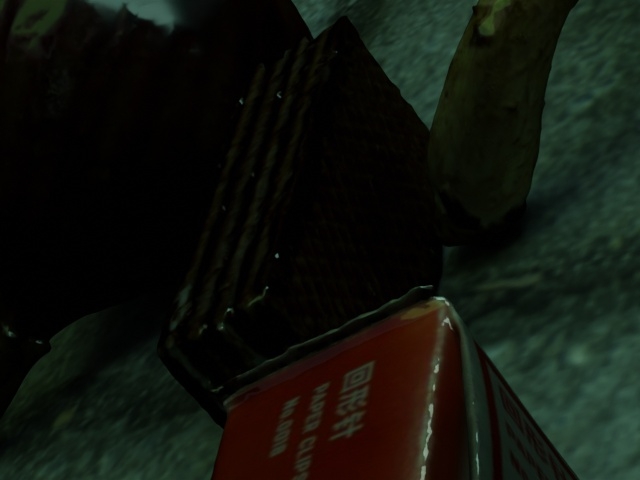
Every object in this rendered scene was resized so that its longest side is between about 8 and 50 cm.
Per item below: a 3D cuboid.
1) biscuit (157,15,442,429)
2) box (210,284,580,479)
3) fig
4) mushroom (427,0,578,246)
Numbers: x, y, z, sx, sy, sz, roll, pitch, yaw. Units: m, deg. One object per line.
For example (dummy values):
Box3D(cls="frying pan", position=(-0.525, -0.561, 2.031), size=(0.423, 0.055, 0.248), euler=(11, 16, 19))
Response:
Box3D(cls="biscuit", position=(0.000, 0.000, 0.905), size=(0.070, 0.106, 0.252), euler=(-27, 27, 26))
Box3D(cls="box", position=(0.047, 0.125, 0.554), size=(0.099, 0.182, 0.133), euler=(-27, 25, 22))
Box3D(cls="fig", position=(-0.134, -0.014, 1.073), size=(0.217, 0.217, 0.321), euler=(19, 89, 60))
Box3D(cls="mushroom", position=(0.155, -0.166, 0.875), size=(0.208, 0.233, 0.302), euler=(2, 66, 12))
